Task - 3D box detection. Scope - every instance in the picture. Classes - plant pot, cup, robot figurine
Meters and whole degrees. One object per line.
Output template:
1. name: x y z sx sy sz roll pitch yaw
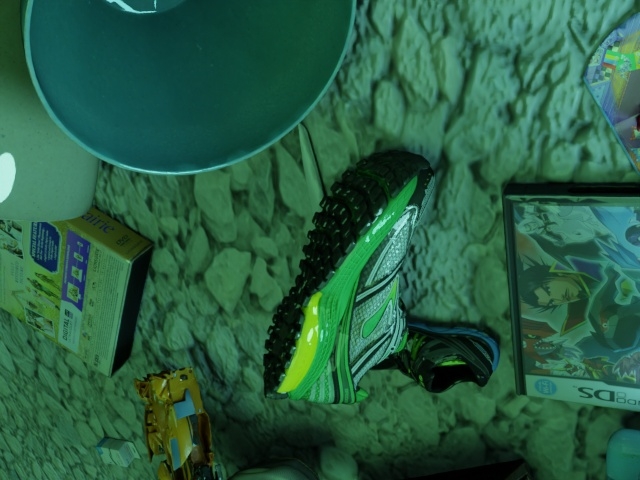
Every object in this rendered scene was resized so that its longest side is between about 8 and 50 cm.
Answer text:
1. plant pot: -0.140 -0.235 0.606 0.195 0.290 0.290 57 140 35
2. cup: -0.399 -0.197 0.752 0.331 0.331 0.236 26 102 12
3. robot figurine: -0.229 0.355 1.038 0.211 0.085 0.290 -25 74 58

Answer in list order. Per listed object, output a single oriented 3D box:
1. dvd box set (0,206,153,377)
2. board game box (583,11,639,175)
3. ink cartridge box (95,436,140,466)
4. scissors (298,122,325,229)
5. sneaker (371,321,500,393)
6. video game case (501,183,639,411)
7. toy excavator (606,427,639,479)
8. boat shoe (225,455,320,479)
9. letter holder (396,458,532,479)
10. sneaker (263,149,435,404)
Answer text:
1. dvd box set: -0.486 0.019 1.070 0.421 0.062 0.307 30 130 8
2. board game box: 0.316 -0.122 0.558 0.133 0.033 0.168 -26 106 38
3. ink cartridge box: -0.418 0.438 1.326 0.083 0.028 0.048 -2 119 29
4. scissors: 0.000 0.000 0.818 0.109 0.021 0.297 -14 113 34
5. sneaker: 0.127 0.149 0.805 0.188 0.078 0.067 -3 132 31
6. video game case: 0.327 0.070 0.675 0.248 0.035 0.274 3 121 27
7. toy excavator: 0.357 0.247 0.627 0.223 0.433 0.444 1 83 28
8. boat shoe: -0.096 0.420 1.076 0.132 0.130 0.355 44 136 1
9. letter holder: 0.161 0.454 0.891 0.302 0.152 0.214 -27 78 38
10. sneaker: 0.048 0.051 0.760 0.146 0.134 0.343 15 118 -19
